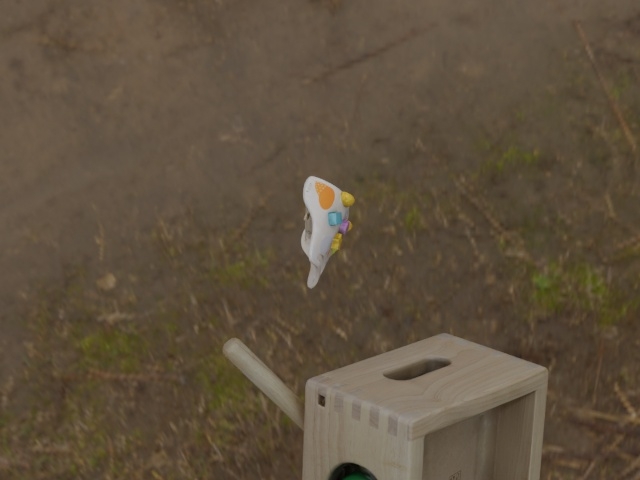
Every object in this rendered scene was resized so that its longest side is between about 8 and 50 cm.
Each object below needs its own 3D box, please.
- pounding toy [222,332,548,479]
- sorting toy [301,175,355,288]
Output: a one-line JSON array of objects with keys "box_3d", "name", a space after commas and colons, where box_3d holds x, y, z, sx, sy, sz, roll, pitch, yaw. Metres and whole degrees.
[{"box_3d": [0.033, 0.109, 0.676, 0.100, 0.130, 0.141, 16, 21, 42], "name": "pounding toy"}, {"box_3d": [0.000, 0.000, 1.157, 0.045, 0.083, 0.075, 12, 58, 6], "name": "sorting toy"}]
